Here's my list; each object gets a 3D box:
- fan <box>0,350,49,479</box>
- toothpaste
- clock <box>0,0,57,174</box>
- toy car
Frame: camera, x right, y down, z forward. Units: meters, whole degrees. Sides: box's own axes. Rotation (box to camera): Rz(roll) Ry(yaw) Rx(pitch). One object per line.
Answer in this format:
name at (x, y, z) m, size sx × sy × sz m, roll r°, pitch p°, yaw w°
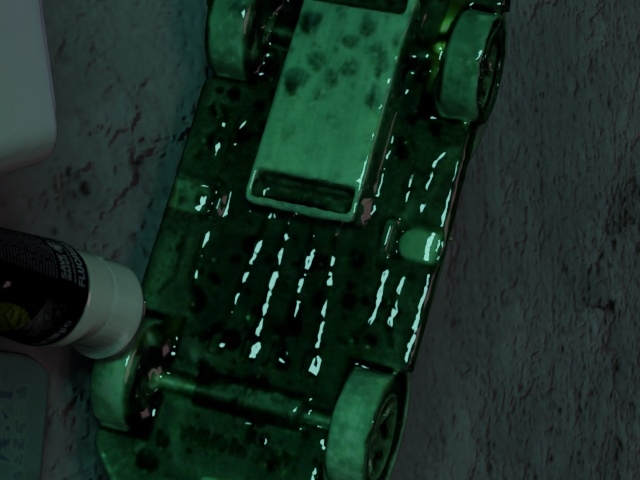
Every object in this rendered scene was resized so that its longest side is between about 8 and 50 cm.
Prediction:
fan at (-0.146, 0.187, 0.636) m, size 0.057 × 0.023 × 0.282 m, roll 4°, pitch 90°, yaw -54°
toothpaste at (-0.147, 0.010, 0.584) m, size 0.193 × 0.071 × 0.045 m, roll 23°, pitch 62°, yaw -57°
clock at (-0.162, -0.116, 0.471) m, size 0.063 × 0.150 × 0.197 m, roll -19°, pitch 109°, yaw -47°
toy car at (0.000, 0.000, 0.718) m, size 0.125 × 0.136 × 0.306 m, roll 47°, pitch 57°, yaw -70°
